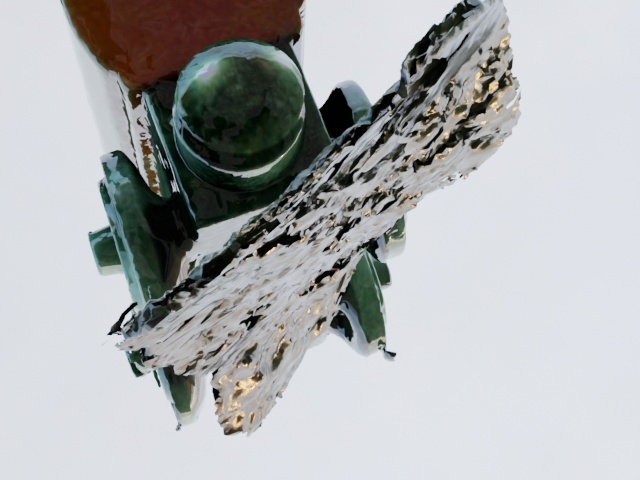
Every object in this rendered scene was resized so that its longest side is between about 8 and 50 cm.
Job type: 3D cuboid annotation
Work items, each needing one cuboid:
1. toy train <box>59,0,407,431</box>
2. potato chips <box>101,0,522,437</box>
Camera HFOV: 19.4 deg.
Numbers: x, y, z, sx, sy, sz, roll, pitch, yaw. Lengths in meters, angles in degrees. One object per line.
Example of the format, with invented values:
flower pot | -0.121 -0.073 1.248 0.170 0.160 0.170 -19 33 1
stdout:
toy train | -0.042 -0.036 0.721 0.116 0.285 0.177 -19 -105 -6
potato chips | 0.000 0.000 0.479 0.142 0.209 0.026 -31 -106 -37
